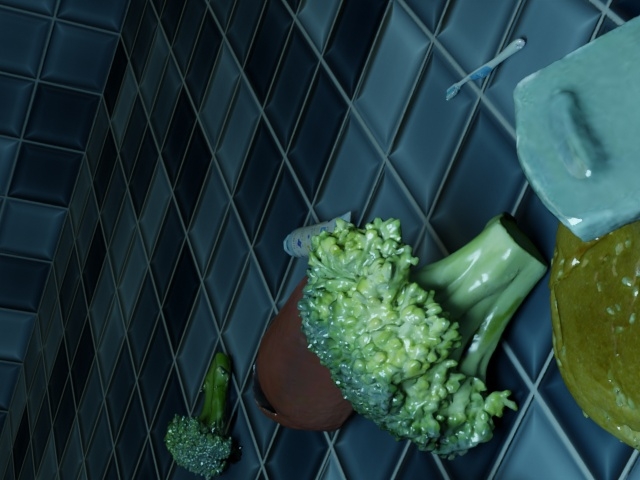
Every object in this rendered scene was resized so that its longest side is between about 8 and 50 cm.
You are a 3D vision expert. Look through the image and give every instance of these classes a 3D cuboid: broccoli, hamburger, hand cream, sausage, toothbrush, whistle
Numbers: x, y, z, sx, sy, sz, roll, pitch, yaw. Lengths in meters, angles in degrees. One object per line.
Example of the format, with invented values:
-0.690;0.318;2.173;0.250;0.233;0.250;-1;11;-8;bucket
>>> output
-0.169;0.264;2.045;0.118;0.122;0.204;-36;32;40;broccoli
0.108;0.067;1.336;0.243;0.263;0.247;-42;0;13;broccoli
0.266;0.025;1.029;0.211;0.132;0.309;-29;55;59;hamburger
0.000;0.000;1.806;0.170;0.043;0.065;-9;77;62;hand cream
0.012;0.123;1.567;0.280;0.152;0.152;125;148;-45;sausage
0.182;-0.192;1.489;0.162;0.014;0.017;-35;34;60;toothbrush
0.310;-0.151;0.879;0.405;0.188;0.168;-49;46;41;whistle
